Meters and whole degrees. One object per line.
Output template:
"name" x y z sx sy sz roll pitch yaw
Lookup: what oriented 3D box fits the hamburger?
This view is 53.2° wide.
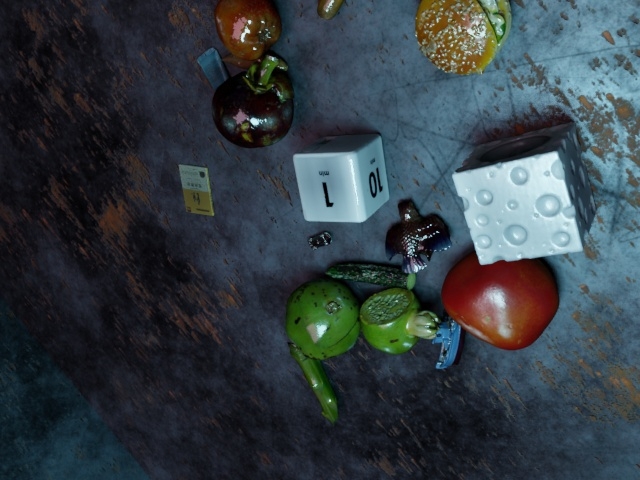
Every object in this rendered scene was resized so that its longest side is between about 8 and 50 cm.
"hamburger" 0.322 -0.494 1.465 0.236 0.147 0.237 16 121 27

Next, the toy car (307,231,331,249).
"toy car" 0.000 0.000 1.984 0.093 0.025 0.041 -19 105 39

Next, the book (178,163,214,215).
"book" -0.418 -0.170 2.156 0.118 0.012 0.172 10 118 28

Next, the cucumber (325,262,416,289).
"cucumber" 0.143 0.100 1.927 0.293 0.067 0.068 7 117 31

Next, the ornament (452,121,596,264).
"ornament" 0.485 -0.111 1.502 0.239 0.240 0.240 -11 108 35

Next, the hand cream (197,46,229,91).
"hand cream" -0.296 -0.462 1.922 0.083 0.048 0.224 -23 95 36

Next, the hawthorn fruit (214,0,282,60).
"hawthorn fruit" -0.209 -0.592 1.720 0.200 0.179 0.179 41 129 22

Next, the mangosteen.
"mangosteen" -0.180 -0.394 1.758 0.231 0.231 0.289 28 133 16

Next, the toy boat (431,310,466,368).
"toy boat" 0.364 0.281 1.857 0.097 0.100 0.223 4 115 -1

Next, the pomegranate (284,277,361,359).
"pomegranate" 0.003 0.250 1.984 0.254 0.254 0.270 44 143 4

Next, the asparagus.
"asparagus" -0.011 0.479 2.201 0.082 0.085 0.343 -19 104 40

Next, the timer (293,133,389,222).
"timer" 0.060 -0.173 1.754 0.194 0.192 0.195 1 114 30

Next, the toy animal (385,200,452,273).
"toy animal" 0.252 -0.013 1.770 0.218 0.116 0.180 -10 109 41

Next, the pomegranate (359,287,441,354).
"pomegranate" 0.242 0.242 1.872 0.240 0.190 0.159 -18 116 19

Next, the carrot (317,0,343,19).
"carrot" 0.060 -0.662 1.594 0.059 0.059 0.248 38 124 9

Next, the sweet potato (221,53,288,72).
"sweet potato" -0.190 -0.514 1.819 0.218 0.051 0.065 16 123 23

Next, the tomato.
"tomato" 0.459 0.150 1.662 0.298 0.226 0.299 14 119 28
